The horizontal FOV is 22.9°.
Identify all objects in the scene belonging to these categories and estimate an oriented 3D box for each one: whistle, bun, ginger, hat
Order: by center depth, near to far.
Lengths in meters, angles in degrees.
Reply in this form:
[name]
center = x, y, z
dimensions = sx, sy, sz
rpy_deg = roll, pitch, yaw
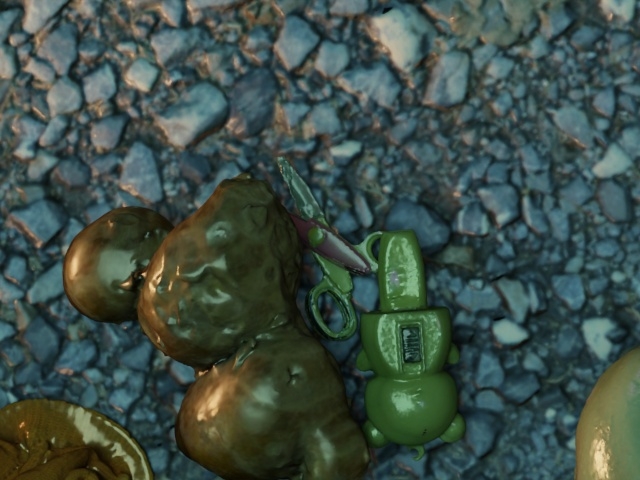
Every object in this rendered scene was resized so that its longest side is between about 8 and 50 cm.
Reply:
[bun]
center = 0.336, 0.229, 1.424
dimensions = 0.283, 0.283, 0.179
rpy_deg = 53, 138, 10
[whistle]
center = 0.083, 0.103, 1.548
dimensions = 0.105, 0.085, 0.227
rpy_deg = -5, 90, -3
[ginger]
center = -0.087, 0.103, 1.555
dimensions = 0.256, 0.176, 0.375
rpy_deg = -37, 82, 27
[hat]
center = -0.317, 0.281, 1.561
dimensions = 0.244, 0.233, 0.233
rpy_deg = -4, 88, 14

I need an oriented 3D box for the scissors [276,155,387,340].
[scissors]
center = 0.000, 0.000, 1.607
dimensions = 0.133, 0.020, 0.187
rpy_deg = -43, 81, 12
